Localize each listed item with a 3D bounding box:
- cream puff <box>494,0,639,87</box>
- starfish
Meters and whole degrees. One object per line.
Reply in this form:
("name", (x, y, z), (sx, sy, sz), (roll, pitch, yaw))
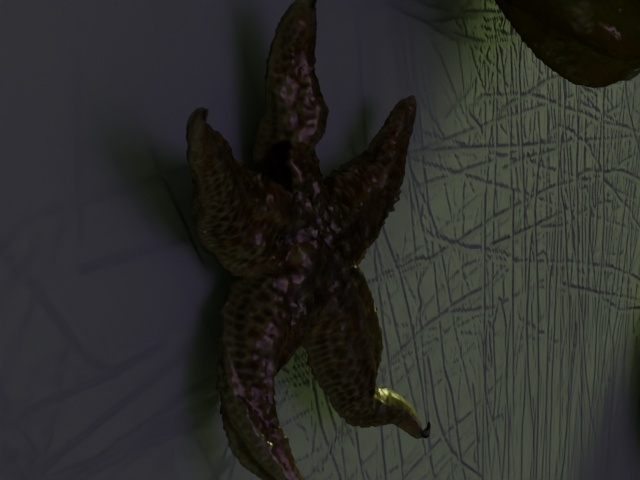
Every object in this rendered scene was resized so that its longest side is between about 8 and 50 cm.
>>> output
("cream puff", (0.180, -0.217, 0.834), (0.196, 0.244, 0.244), (29, 65, -21))
("starfish", (0.000, 0.000, 0.705), (0.277, 0.062, 0.236), (52, 50, -44))
